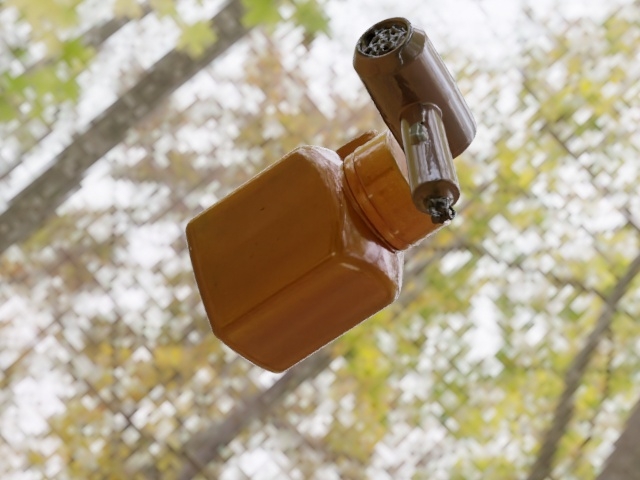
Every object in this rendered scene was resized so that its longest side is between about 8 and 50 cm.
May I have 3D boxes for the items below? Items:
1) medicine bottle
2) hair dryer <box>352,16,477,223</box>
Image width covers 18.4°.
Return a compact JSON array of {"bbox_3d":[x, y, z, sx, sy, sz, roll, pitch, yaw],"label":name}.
[{"bbox_3d":[0.000,0.000,1.777,0.112,0.222,0.149,37,27,-47],"label":"medicine bottle"},{"bbox_3d":[0.078,-0.077,1.480,0.117,0.064,0.182,56,16,-37],"label":"hair dryer"}]
